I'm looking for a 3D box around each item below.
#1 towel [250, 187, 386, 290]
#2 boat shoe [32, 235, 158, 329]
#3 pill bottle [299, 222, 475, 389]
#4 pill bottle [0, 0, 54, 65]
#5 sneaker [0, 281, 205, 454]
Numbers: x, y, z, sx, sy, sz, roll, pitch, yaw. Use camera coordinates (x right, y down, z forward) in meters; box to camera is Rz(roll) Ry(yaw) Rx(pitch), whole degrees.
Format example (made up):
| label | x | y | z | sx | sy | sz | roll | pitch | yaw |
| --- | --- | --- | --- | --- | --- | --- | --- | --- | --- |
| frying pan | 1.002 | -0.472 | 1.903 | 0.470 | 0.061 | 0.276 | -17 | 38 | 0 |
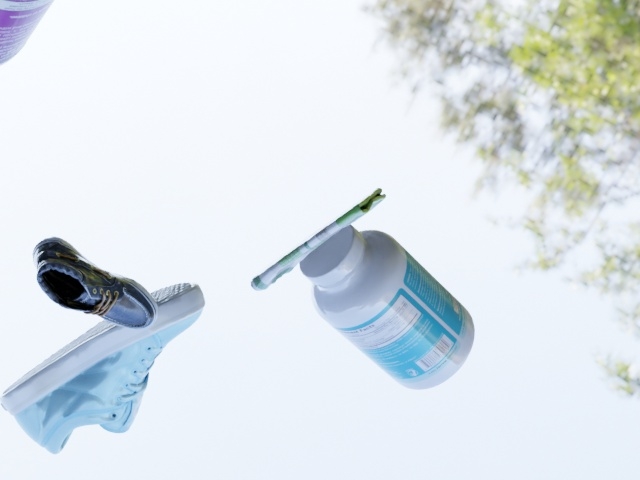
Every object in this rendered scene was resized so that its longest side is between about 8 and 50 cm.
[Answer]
| label | x | y | z | sx | sy | sz | roll | pitch | yaw |
| --- | --- | --- | --- | --- | --- | --- | --- | --- | --- |
| towel | 0.000 | 0.000 | 1.367 | 0.023 | 0.152 | 0.113 | 54 | -159 | -2 |
| boat shoe | -0.279 | 0.071 | 1.564 | 0.183 | 0.065 | 0.083 | 35 | -165 | -24 |
| pill bottle | 0.086 | 0.082 | 1.719 | 0.264 | 0.146 | 0.146 | 43 | -164 | -35 |
| pill bottle | -0.396 | -0.298 | 1.452 | 0.169 | 0.301 | 0.169 | 15 | -120 | -27 |
| sneaker | -0.288 | 0.191 | 1.830 | 0.150 | 0.366 | 0.135 | 55 | -156 | -9 |
